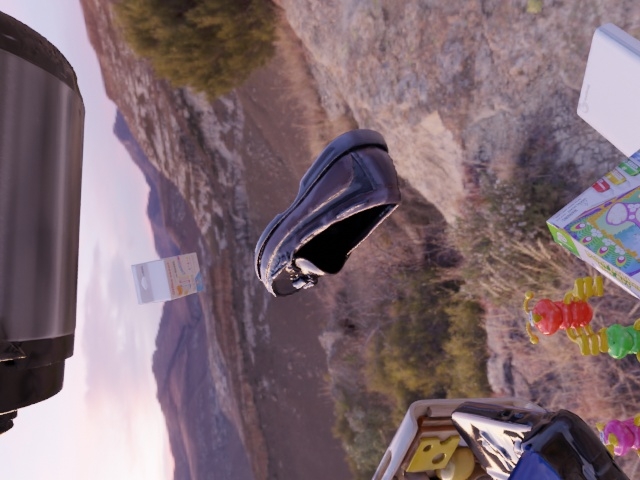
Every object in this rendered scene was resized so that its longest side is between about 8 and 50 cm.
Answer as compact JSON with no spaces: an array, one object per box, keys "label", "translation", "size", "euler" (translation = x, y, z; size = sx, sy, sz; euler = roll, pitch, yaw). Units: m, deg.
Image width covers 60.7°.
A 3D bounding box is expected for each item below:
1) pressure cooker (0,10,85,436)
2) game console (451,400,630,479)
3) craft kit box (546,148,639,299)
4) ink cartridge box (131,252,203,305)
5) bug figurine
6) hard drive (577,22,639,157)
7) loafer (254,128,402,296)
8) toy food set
[{"label":"pressure cooker","translation":[-0.407,0.018,0.485],"size":[0.370,0.375,0.421],"euler":[23,-113,-78]},{"label":"game console","translation":[0.159,0.266,0.317],"size":[0.293,0.173,0.250],"euler":[54,165,7]},{"label":"craft kit box","translation":[0.460,-0.030,0.668],"size":[0.061,0.250,0.247],"euler":[49,-177,-38]},{"label":"ink cartridge box","translation":[-0.342,0.085,1.210],"size":[0.143,0.089,0.092],"euler":[-16,-85,-69]},{"label":"bug figurine","translation":[0.341,0.185,0.666],"size":[0.072,0.216,0.279],"euler":[165,106,-68]},{"label":"hard drive","translation":[0.671,-0.255,1.109],"size":[0.233,0.047,0.353],"euler":[72,173,-51]},{"label":"loafer","translation":[0.000,0.000,0.668],"size":[0.302,0.109,0.095],"euler":[-56,51,46]},{"label":"toy food set","translation":[0.226,0.372,0.893],"size":[0.092,0.306,0.220],"euler":[53,128,53]}]
